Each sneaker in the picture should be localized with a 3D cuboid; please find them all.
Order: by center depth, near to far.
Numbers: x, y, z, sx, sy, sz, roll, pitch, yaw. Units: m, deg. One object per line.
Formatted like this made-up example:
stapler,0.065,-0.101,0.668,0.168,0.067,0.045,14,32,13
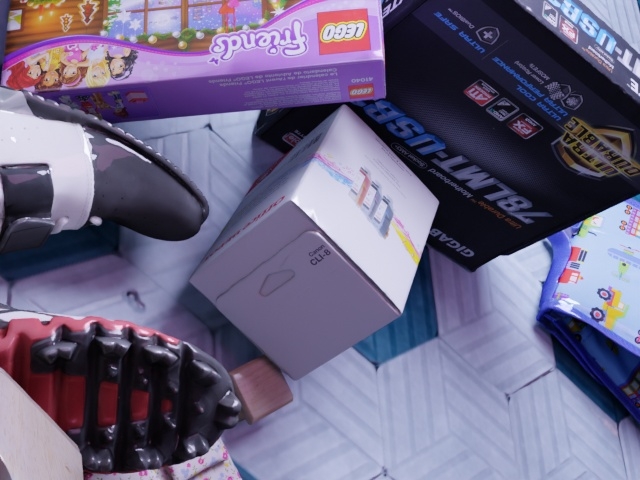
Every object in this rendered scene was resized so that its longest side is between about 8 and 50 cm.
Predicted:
sneaker,-0.192,0.085,0.628,0.276,0.135,0.098,6,96,-18
sneaker,-0.237,-0.037,0.697,0.330,0.122,0.146,23,73,-31

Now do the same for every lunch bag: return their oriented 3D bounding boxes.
lunch bag,0.380,0.075,1.144,0.293,0.138,0.221,39,51,-6

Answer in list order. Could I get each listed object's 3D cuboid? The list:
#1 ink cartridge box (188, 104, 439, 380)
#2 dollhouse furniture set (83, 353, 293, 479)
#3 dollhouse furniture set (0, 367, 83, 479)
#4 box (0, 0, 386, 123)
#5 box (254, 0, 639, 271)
ink cartridge box,0.000,0.000,0.825,0.127,0.128,0.176,46,34,-12
dollhouse furniture set,-0.056,0.255,0.640,0.355,0.174,0.303,-25,85,-44
dollhouse furniture set,-0.281,0.041,0.388,0.362,0.256,0.394,-41,106,-8
box,-0.099,-0.198,0.796,0.293,0.057,0.201,-5,65,4
box,0.140,-0.109,0.909,0.295,0.293,0.073,32,50,-24
